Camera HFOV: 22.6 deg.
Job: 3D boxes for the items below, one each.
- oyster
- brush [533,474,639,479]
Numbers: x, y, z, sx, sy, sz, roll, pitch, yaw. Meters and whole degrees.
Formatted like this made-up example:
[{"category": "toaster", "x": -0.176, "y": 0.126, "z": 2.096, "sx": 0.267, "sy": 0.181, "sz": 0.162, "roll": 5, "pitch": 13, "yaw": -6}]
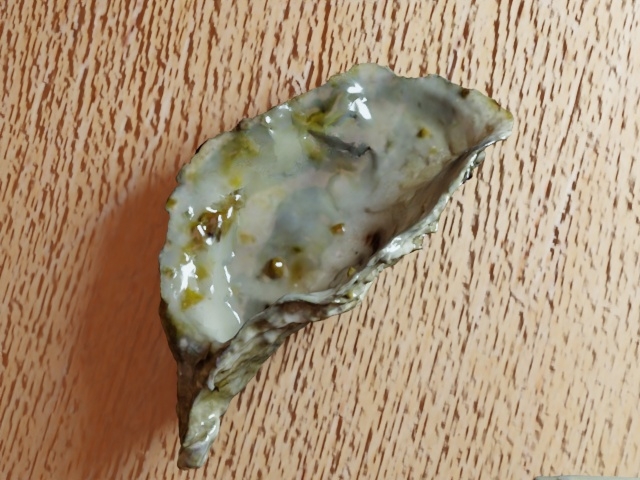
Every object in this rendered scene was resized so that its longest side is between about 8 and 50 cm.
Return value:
[{"category": "oyster", "x": -0.024, "y": -0.007, "z": 1.338, "sx": 0.396, "sy": 0.111, "sz": 0.204, "roll": -43, "pitch": 61, "yaw": 1}, {"category": "brush", "x": 0.329, "y": 0.211, "z": 1.263, "sx": 0.321, "sy": 0.060, "sz": 0.050, "roll": 1, "pitch": 92, "yaw": 8}]
